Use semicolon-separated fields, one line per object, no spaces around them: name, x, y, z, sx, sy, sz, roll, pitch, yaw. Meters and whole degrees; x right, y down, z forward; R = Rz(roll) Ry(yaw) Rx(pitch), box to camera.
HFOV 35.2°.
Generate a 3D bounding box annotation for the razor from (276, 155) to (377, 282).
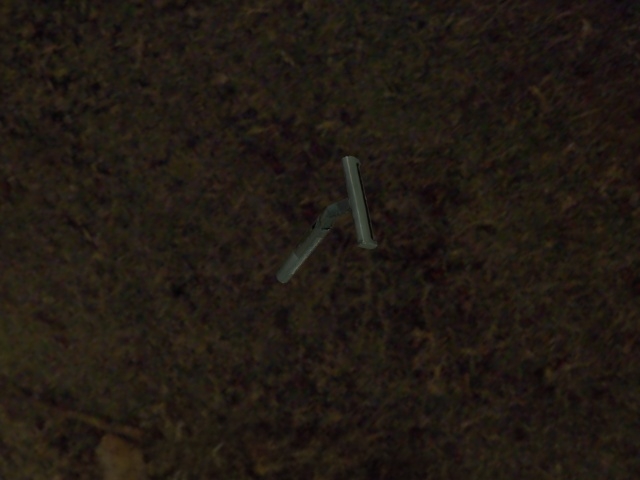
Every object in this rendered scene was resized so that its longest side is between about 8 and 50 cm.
razor;-0.007;0.000;0.964;0.211;0.036;0.084;137;127;-59
